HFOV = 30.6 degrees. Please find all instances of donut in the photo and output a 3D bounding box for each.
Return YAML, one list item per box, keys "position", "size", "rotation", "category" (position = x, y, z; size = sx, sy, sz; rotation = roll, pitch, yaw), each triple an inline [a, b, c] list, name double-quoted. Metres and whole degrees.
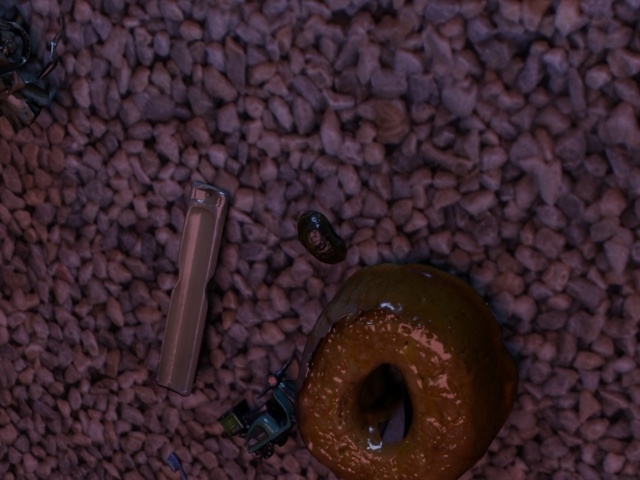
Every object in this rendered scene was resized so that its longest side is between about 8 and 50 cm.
- position: [0.104, 0.189, 1.537]
  size: [0.299, 0.150, 0.317]
  rotation: [-9, 109, 31]
  category: "donut"

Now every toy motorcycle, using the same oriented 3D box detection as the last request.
- position: [-0.066, 0.250, 1.698]
  size: [0.173, 0.058, 0.100]
  rotation: [-39, 88, 35]
  category: "toy motorcycle"

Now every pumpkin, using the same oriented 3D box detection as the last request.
- position: [-0.001, 0.001, 1.570]
  size: [0.083, 0.028, 0.050]
  rotation: [46, 121, -6]
  category: "pumpkin"

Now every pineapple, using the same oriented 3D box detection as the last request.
- position: [-0.494, -0.261, 1.596]
  size: [0.262, 0.263, 0.271]
  rotation: [-30, 121, 32]
  category: "pineapple"

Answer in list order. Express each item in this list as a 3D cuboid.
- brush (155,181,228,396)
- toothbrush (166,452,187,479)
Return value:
- position: [-0.178, 0.071, 1.677]
  size: [0.060, 0.050, 0.321]
  rotation: [20, 112, 19]
  category: "brush"
- position: [-0.198, 0.422, 1.861]
  size: [0.013, 0.019, 0.193]
  rotation: [-16, 107, 29]
  category: "toothbrush"
